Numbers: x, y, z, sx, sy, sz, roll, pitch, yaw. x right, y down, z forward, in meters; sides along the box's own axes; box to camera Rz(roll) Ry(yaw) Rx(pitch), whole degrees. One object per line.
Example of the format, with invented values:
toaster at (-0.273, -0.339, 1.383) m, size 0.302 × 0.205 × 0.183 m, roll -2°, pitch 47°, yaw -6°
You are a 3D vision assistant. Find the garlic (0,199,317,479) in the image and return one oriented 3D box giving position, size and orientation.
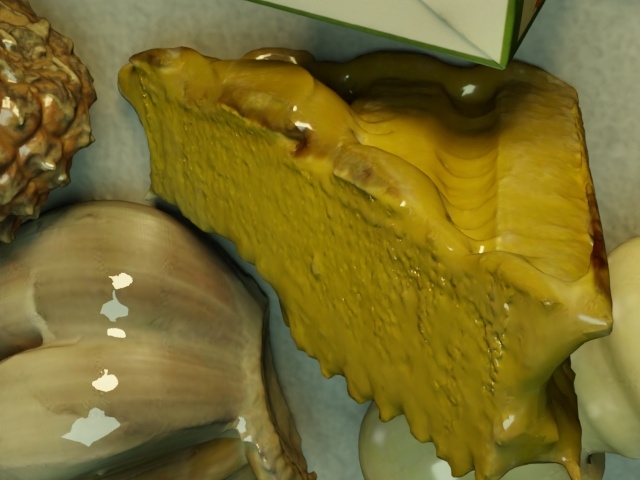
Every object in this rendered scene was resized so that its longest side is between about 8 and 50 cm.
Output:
garlic at (-0.148, 0.102, 1.016) m, size 0.292 × 0.210 × 0.237 m, roll 1°, pitch 150°, yaw 6°

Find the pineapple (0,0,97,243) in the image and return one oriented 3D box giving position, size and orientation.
pineapple at (-0.242, -0.064, 0.922) m, size 0.166 × 0.166 × 0.193 m, roll 36°, pitch 117°, yaw -10°

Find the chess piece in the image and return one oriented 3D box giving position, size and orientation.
chess piece at (0.164, 0.109, 0.962) m, size 0.300 × 0.167 × 0.167 m, roll -28°, pitch 109°, yaw 27°

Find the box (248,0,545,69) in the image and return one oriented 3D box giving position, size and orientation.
box at (0.049, -0.226, 0.752) m, size 0.178 × 0.148 × 0.195 m, roll 17°, pitch 135°, yaw 16°

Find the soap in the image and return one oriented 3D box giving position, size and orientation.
soap at (0.000, 0.000, 0.816) m, size 0.304 × 0.338 × 0.169 m, roll 2°, pitch 114°, yaw 5°
